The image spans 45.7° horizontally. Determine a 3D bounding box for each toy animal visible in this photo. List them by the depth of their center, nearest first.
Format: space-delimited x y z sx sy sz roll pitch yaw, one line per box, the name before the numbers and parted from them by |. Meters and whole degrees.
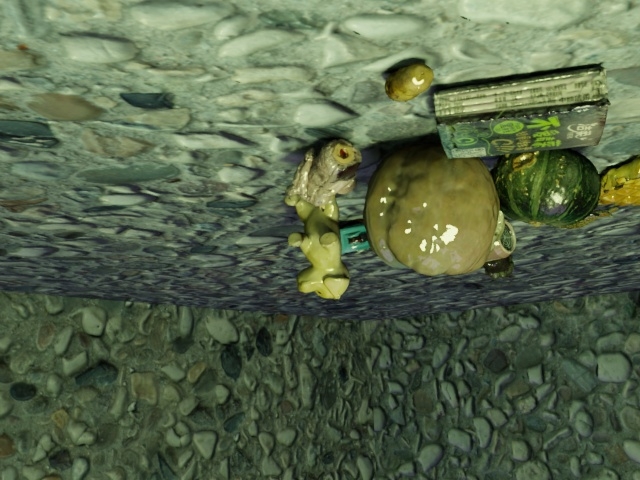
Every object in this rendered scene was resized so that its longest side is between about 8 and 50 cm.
toy animal | -0.003 0.004 1.589 0.121 0.233 0.168 -10 158 14

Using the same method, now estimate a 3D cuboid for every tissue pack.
tissue pack | 0.288 -0.178 1.104 0.236 0.073 0.173 -5 168 15

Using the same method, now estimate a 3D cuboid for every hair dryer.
hair dryer | 0.308 -0.021 1.840 0.189 0.106 0.344 -13 158 43

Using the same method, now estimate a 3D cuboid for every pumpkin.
pumpkin | 0.390 -0.097 1.326 0.190 0.146 0.190 -2 171 0

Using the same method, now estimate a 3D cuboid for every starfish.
starfish | 0.608 -0.054 1.837 0.208 0.053 0.176 0 180 20

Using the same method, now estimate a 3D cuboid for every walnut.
walnut | 0.188 -0.056 1.303 0.249 0.248 0.248 -2 168 0

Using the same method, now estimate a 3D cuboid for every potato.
potato | 0.117 -0.210 1.005 0.051 0.040 0.083 -10 174 -27

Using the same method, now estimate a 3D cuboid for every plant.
plant | 0.523 0.059 2.263 0.092 0.094 0.143 -21 151 19

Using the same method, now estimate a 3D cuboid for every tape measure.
tape measure | 0.076 -0.006 1.873 0.125 0.080 0.146 -15 -177 -41

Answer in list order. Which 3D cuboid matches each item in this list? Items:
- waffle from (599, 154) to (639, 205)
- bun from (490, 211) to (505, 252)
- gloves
waffle | 0.655 -0.111 1.511 0.262 0.060 0.280 -8 167 25
bun | 0.321 -0.015 1.679 0.178 0.127 0.193 20 140 -32
gloves | 0.010 -0.118 1.310 0.144 0.094 0.110 -40 171 36
